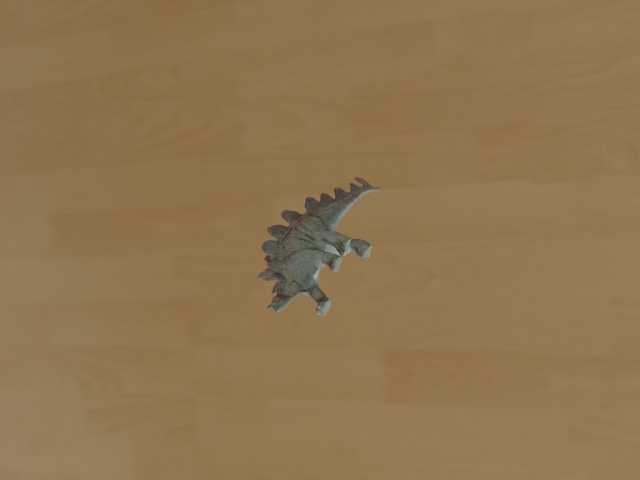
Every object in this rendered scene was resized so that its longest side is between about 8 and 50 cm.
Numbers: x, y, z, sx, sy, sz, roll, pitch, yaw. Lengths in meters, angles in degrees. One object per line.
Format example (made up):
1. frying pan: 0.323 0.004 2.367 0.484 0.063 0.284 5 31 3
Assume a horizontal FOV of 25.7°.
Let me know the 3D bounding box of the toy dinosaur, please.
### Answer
1. toy dinosaur: 0.000 -0.002 1.169 0.082 0.209 0.039 15 128 23
